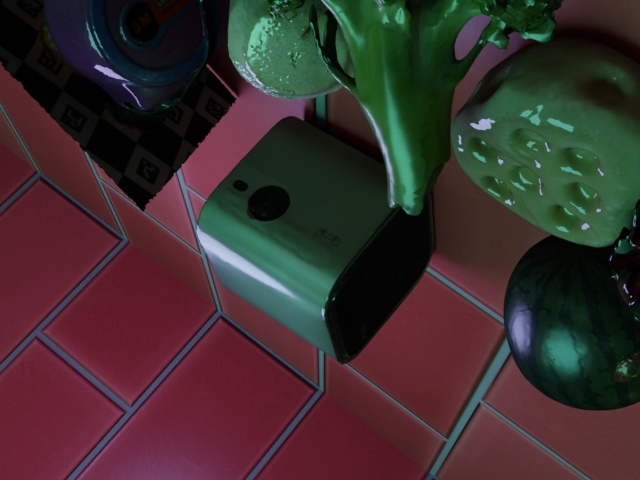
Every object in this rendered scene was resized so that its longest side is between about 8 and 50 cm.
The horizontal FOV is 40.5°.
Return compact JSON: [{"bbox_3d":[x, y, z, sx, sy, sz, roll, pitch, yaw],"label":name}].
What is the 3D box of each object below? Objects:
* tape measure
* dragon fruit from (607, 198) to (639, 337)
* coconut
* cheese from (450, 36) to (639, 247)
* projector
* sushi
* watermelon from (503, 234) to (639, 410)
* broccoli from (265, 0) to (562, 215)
[{"bbox_3d":[-0.234,-0.298,1.142,0.149,0.231,0.245,19,146,46],"label":"tape measure"},{"bbox_3d":[0.384,0.058,0.764,0.233,0.234,0.293,17,145,49],"label":"dragon fruit"},{"bbox_3d":[-0.022,-0.253,0.956,0.170,0.183,0.171,1,134,1],"label":"coconut"},{"bbox_3d":[0.242,-0.094,0.857,0.235,0.117,0.218,14,149,54],"label":"cheese"},{"bbox_3d":[0.000,0.000,1.297,0.249,0.249,0.248,31,158,25],"label":"projector"},{"bbox_3d":[-0.275,-0.265,1.247,0.068,0.320,0.339,-30,109,40],"label":"sushi"},{"bbox_3d":[0.310,0.091,0.988,0.212,0.212,0.212,35,159,16],"label":"watermelon"},{"bbox_3d":[0.096,-0.224,0.784,0.254,0.186,0.302,-28,112,28],"label":"broccoli"}]
